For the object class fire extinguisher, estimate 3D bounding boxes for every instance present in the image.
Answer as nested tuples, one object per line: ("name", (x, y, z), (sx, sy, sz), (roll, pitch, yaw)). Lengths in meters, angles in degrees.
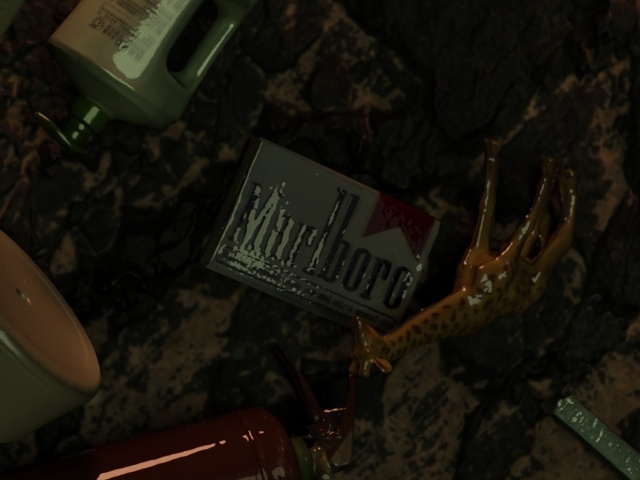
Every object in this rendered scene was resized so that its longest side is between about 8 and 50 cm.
("fire extinguisher", (-0.112, 0.177, 1.237), (0.337, 0.106, 0.147), (-13, 76, -21))

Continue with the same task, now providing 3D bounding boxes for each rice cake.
("rice cake", (0.265, 0.190, 1.419), (0.171, 0.033, 0.029), (39, 85, -22))

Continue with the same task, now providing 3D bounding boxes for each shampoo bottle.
("shampoo bottle", (-0.126, -0.164, 1.192), (0.118, 0.087, 0.234), (38, 82, -21))

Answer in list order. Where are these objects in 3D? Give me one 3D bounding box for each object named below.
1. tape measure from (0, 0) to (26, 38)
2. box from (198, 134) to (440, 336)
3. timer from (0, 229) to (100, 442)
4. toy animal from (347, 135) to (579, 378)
("tape measure", (-0.254, -0.261, 1.074), (0.133, 0.231, 0.271), (7, 56, -33))
("box", (0.000, 0.000, 1.289), (0.177, 0.036, 0.115), (24, 87, -22))
("timer", (-0.313, 0.121, 1.138), (0.266, 0.175, 0.175), (-39, 109, 6))
("toy animal", (0.127, 0.029, 1.311), (0.275, 0.054, 0.149), (-50, 131, -17))
